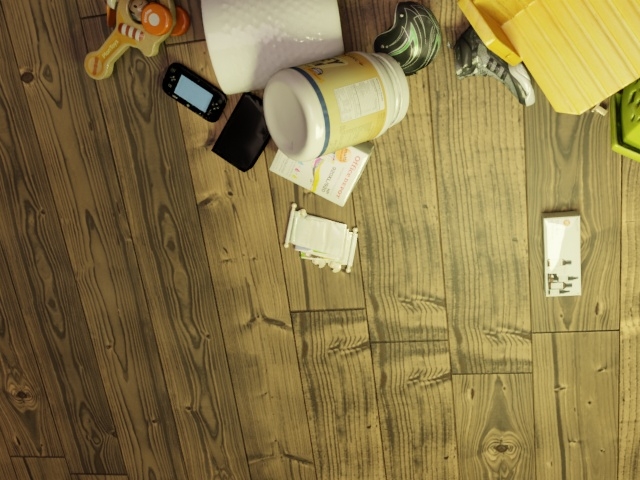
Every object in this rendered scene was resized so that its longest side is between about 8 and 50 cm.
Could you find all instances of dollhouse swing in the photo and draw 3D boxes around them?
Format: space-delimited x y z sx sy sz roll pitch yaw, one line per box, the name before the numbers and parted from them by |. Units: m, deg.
dollhouse swing | 0.558 -0.483 1.344 0.347 0.315 0.305 -33 72 31

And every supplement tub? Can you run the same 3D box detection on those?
supplement tub | 0.042 -0.342 1.531 0.228 0.316 0.228 37 139 41

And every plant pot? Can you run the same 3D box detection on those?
plant pot | 0.840 -0.305 1.483 0.227 0.228 0.207 20 147 -8

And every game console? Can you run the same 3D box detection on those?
game console | -0.312 -0.380 1.814 0.361 0.044 0.213 34 111 0

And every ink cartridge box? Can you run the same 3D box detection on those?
ink cartridge box | 0.009 -0.235 1.730 0.233 0.168 0.171 27 111 1

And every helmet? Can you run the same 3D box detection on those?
helmet | 0.233 -0.527 1.591 0.169 0.169 0.161 48 126 -7

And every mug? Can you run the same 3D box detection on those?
mug | -0.119 -0.583 1.568 0.328 0.276 0.374 -8 124 4

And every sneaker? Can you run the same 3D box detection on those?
sneaker | 0.443 -0.446 1.611 0.153 0.101 0.268 -31 94 20

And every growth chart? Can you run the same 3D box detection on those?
growth chart | 0.000 0.000 1.891 0.237 0.021 0.172 20 112 4

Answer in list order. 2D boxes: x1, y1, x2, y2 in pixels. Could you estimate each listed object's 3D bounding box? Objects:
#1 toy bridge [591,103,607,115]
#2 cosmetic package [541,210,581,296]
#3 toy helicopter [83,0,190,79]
toy bridge | 0.769 -0.415 1.591 0.063 0.026 0.188 34 112 1
cosmetic package | 0.686 0.039 1.744 0.099 0.060 0.239 -5 107 12
toy helicopter | -0.564 -0.604 1.743 0.355 0.140 0.235 -38 96 23
